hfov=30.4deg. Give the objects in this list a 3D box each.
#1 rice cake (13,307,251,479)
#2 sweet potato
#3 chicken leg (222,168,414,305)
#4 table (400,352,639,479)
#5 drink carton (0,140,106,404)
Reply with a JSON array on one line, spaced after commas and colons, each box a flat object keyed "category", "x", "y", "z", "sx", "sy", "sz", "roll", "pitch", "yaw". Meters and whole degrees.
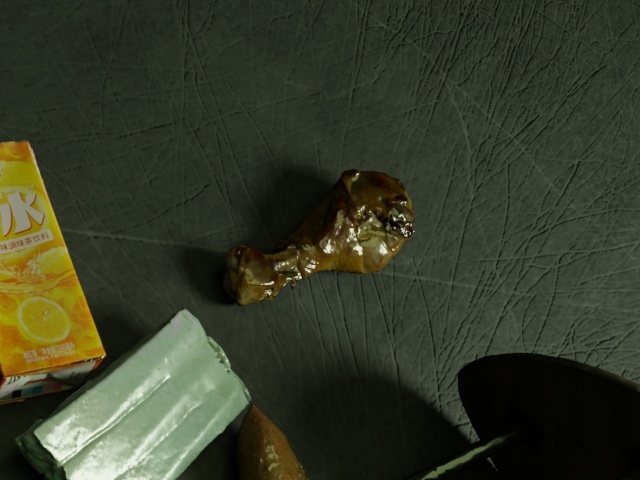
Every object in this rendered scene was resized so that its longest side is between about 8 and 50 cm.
[{"category": "rice cake", "x": -0.151, "y": 0.151, "z": 1.014, "sx": 0.124, "sy": 0.038, "sz": 0.211, "roll": 55, "pitch": 45, "yaw": -12}, {"category": "sweet potato", "x": -0.037, "y": 0.240, "z": 1.033, "sx": 0.068, "sy": 0.060, "sz": 0.205, "roll": -1, "pitch": 68, "yaw": -15}, {"category": "chicken leg", "x": 0.000, "y": 0.003, "z": 1.214, "sx": 0.252, "sy": 0.087, "sz": 0.107, "roll": -26, "pitch": 55, "yaw": -36}, {"category": "table", "x": 0.157, "y": 0.271, "z": 1.049, "sx": 0.249, "sy": 0.317, "sz": 0.317, "roll": -32, "pitch": 80, "yaw": -30}, {"category": "drink carton", "x": -0.271, "y": 0.024, "z": 1.015, "sx": 0.096, "sy": 0.071, "sz": 0.222, "roll": -8, "pitch": 65, "yaw": -36}]
